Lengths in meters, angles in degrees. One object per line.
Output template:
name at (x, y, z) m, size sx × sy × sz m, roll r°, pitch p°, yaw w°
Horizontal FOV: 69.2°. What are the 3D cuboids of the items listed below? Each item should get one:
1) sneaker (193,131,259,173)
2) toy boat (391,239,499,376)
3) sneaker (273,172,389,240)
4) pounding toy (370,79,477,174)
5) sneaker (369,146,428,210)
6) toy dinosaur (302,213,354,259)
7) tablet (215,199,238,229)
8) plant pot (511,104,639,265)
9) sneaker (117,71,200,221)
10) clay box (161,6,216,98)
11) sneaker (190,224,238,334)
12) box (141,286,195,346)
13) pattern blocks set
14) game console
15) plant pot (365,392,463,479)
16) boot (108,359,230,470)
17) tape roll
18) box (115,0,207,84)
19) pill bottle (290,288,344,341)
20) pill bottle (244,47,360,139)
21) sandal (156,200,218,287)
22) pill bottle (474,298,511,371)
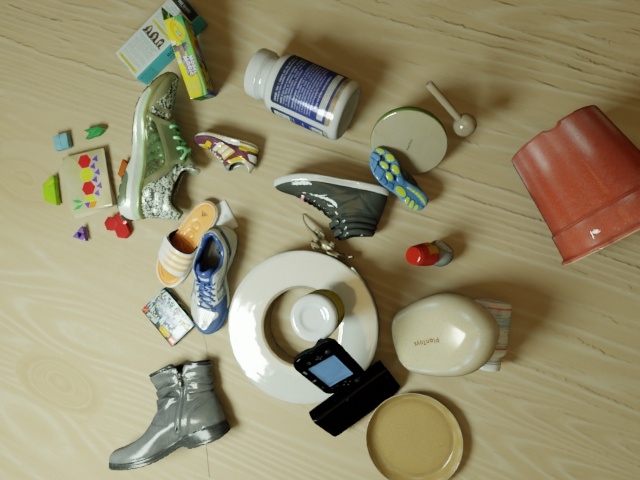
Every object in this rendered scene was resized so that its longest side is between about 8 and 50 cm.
sneaker at (-0.259, -0.232, 1.237) m, size 0.185 × 0.069 × 0.084 m, roll 13°, pitch 86°, yaw 11°
toy boat at (0.285, 0.155, 1.089) m, size 0.267 × 0.148 × 0.318 m, roll -16°, pitch 80°, yaw 44°
sneaker at (0.017, -0.080, 1.166) m, size 0.296 × 0.104 × 0.146 m, roll 9°, pitch 85°, yaw 6°
pounding toy at (0.238, -0.278, 1.124) m, size 0.183 × 0.110 × 0.237 m, roll 37°, pitch 135°, yaw -20°
sneaker at (0.188, -0.148, 1.143) m, size 0.067 × 0.078 × 0.188 m, roll -43°, pitch 99°, yaw 11°
toy dinosaur at (0.000, 0.000, 1.175) m, size 0.183 × 0.092 × 0.053 m, roll 40°, pitch 91°, yaw 12°
tablet at (-0.265, -0.062, 1.267) m, size 0.054 × 0.006 × 0.083 m, roll -29°, pitch 85°, yaw 8°
plant pot at (0.577, -0.126, 1.003) m, size 0.272 × 0.272 × 0.265 m, roll -30°, pitch 76°, yaw 8°
sneaker at (-0.402, -0.235, 1.244) m, size 0.182 × 0.158 × 0.410 m, roll 13°, pitch 95°, yaw -5°
clay box at (-0.336, -0.478, 1.193) m, size 0.053 × 0.127 × 0.222 m, roll -15°, pitch 105°, yaw 1°
sneaker at (-0.297, 0.105, 1.206) m, size 0.112 × 0.131 × 0.296 m, roll 8°, pitch 93°, yaw 8°
box at (-0.415, 0.209, 1.277) m, size 0.094 × 0.027 × 0.137 m, roll -44°, pitch 82°, yaw 7°
pattern blocks set at (-0.662, -0.161, 1.328) m, size 0.285 × 0.026 × 0.324 m, roll -3°, pitch 88°, yaw 10°
game console at (0.043, 0.329, 1.056) m, size 0.213 × 0.361 × 0.044 m, roll -37°, pitch 45°, yaw 0°
plant pot at (0.231, 0.495, 1.155) m, size 0.236 × 0.032 × 0.236 m, roll 0°, pitch 88°, yaw 11°
boot at (-0.421, 0.457, 1.243) m, size 0.338 × 0.118 × 0.222 m, roll -20°, pitch 82°, yaw -2°
tape roll at (-0.042, 0.215, 1.189) m, size 0.392 × 0.072 × 0.392 m, roll 0°, pitch 88°, yaw 10°
box at (-0.437, -0.556, 1.279) m, size 0.244 × 0.060 × 0.100 m, roll -41°, pitch 84°, yaw 7°
pill bottle at (0.000, 0.164, 1.053) m, size 0.103 × 0.184 × 0.103 m, roll 0°, pitch 89°, yaw 10°
pill bottle at (-0.047, -0.370, 1.160) m, size 0.265 × 0.153 × 0.153 m, roll 27°, pitch 93°, yaw 9°
sandal at (-0.375, 0.004, 1.246) m, size 0.102 × 0.076 × 0.265 m, roll 33°, pitch 97°, yaw 10°
pill bottle at (0.401, 0.223, 1.102) m, size 0.087 × 0.087 × 0.160 m, roll 7°, pitch 91°, yaw 10°
